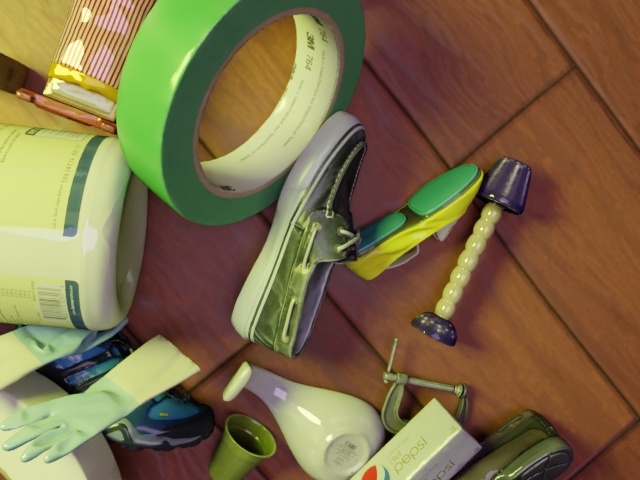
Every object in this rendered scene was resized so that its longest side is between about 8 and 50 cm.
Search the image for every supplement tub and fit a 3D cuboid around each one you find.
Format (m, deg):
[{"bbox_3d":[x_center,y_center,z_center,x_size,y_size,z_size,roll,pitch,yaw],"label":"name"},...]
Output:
[{"bbox_3d":[-0.387,-0.022,0.744,0.324,0.235,0.236,6,95,-7],"label":"supplement tub"}]

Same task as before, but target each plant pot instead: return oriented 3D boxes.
[{"bbox_3d":[-0.119,0.304,0.891,0.083,0.083,0.079,32,104,-8],"label":"plant pot"}]

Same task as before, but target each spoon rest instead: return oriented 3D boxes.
[{"bbox_3d":[-0.020,0.255,0.902,0.276,0.084,0.137,39,91,-22],"label":"spoon rest"}]

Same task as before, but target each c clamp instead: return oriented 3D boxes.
[{"bbox_3d":[0.156,0.231,0.929,0.160,0.022,0.137,20,93,-17],"label":"c clamp"}]

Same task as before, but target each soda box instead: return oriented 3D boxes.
[{"bbox_3d":[0.119,0.332,0.891,0.216,0.069,0.074,-44,127,-1],"label":"soda box"}]

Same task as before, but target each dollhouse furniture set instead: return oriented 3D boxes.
[{"bbox_3d":[-0.381,-0.276,0.763,0.374,0.152,0.201,18,93,-8],"label":"dollhouse furniture set"}]

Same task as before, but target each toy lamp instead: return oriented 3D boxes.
[{"bbox_3d":[0.219,0.012,0.899,0.080,0.080,0.275,27,94,-8],"label":"toy lamp"}]

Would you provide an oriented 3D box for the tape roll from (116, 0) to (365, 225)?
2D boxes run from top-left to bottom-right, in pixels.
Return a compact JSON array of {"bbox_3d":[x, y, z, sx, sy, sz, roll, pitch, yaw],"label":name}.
[{"bbox_3d":[-0.078,-0.169,0.728,0.077,0.321,0.321,37,90,24],"label":"tape roll"}]

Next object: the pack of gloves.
[{"bbox_3d":[-0.297,0.164,0.750,0.195,0.232,0.046,32,125,25],"label":"pack of gloves"}]

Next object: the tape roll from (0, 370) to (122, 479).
[{"bbox_3d":[-0.439,0.338,0.790,0.391,0.072,0.392,1,100,9],"label":"tape roll"}]

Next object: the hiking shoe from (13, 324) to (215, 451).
[{"bbox_3d":[-0.277,0.183,0.837,0.304,0.113,0.132,20,93,-8],"label":"hiking shoe"}]

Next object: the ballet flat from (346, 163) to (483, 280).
[{"bbox_3d":[0.138,-0.020,0.894,0.231,0.077,0.077,-33,119,0],"label":"ballet flat"}]

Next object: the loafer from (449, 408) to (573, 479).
[{"bbox_3d":[0.223,0.361,0.937,0.302,0.095,0.109,-31,128,1],"label":"loafer"}]

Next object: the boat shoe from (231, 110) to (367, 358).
[{"bbox_3d":[0.000,0.000,0.839,0.119,0.121,0.335,27,103,19],"label":"boat shoe"}]
